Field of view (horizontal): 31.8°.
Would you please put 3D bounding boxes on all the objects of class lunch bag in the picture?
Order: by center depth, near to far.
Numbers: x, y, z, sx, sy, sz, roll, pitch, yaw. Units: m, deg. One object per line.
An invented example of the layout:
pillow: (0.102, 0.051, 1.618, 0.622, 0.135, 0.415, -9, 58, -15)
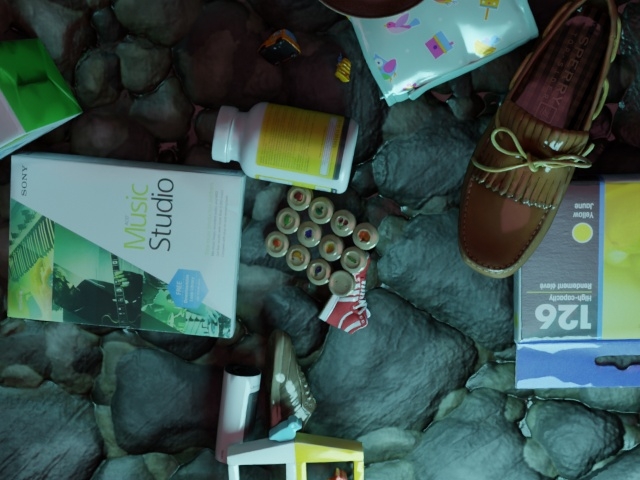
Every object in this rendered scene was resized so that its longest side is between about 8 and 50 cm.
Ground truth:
lunch bag: (0.131, -0.327, 1.416, 0.223, 0.160, 0.262, -23, 94, 7)

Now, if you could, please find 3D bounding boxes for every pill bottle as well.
pill bottle: (-0.047, -0.127, 1.493, 0.184, 0.103, 0.103, 11, 102, 1)

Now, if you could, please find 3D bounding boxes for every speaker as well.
speaker: (-0.118, 0.247, 1.600, 0.055, 0.055, 0.136, 8, 101, 2)

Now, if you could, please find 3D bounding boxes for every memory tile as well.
memory tile: (0.000, 0.000, 1.538, 0.148, 0.012, 0.113, 31, 103, 17)

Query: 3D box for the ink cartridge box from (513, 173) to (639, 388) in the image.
ink cartridge box: (0.417, 0.062, 1.525, 0.303, 0.072, 0.307, -2, 100, 4)

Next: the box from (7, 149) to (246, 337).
box: (-0.270, 0.005, 1.558, 0.321, 0.058, 0.232, 5, 102, 3)

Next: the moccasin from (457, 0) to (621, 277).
moccasin: (0.280, -0.133, 1.410, 0.139, 0.147, 0.380, 30, 89, 9)

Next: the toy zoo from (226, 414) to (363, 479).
toy zoo: (-0.033, 0.382, 1.601, 0.192, 0.030, 0.293, -1, 113, -1)

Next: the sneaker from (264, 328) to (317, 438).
sneaker: (-0.041, 0.213, 1.593, 0.071, 0.066, 0.189, -2, 107, -13)

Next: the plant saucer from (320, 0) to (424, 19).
plant saucer: (0.065, -0.358, 1.320, 0.198, 0.036, 0.199, 1, 95, 11)

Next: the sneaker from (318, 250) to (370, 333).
sneaker: (0.054, 0.076, 1.560, 0.067, 0.042, 0.118, 32, 109, 1)

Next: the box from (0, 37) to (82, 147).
box: (-0.463, -0.151, 1.433, 0.231, 0.262, 0.127, -29, 99, 8)

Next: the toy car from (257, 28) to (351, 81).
toy car: (-0.020, -0.247, 1.512, 0.122, 0.060, 0.041, 26, 58, -19)
